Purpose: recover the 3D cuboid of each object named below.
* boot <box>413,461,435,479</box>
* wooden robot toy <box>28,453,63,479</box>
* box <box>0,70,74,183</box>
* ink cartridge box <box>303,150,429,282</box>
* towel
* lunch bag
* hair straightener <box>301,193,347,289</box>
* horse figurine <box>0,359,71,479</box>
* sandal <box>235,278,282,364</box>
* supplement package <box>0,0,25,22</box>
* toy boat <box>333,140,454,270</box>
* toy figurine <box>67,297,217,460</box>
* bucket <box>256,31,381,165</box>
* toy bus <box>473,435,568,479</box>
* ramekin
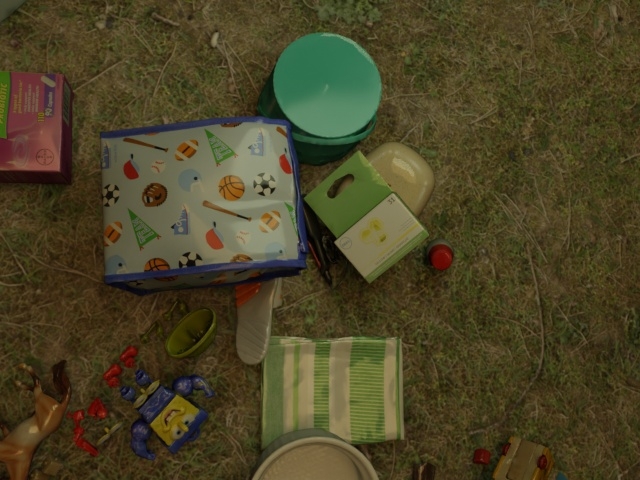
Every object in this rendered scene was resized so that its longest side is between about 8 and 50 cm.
[{"bbox_3d":[0.206,0.550,1.441,0.106,0.037,0.114,11,83,-22],"label":"boot"},{"bbox_3d":[-0.563,0.521,1.303,0.079,0.076,0.173,34,74,-40],"label":"wooden robot toy"},{"bbox_3d":[-0.660,-0.237,1.359,0.243,0.117,0.213,1,82,-10],"label":"box"},{"bbox_3d":[0.095,-0.051,1.389,0.171,0.056,0.235,-40,93,13],"label":"ink cartridge box"},{"bbox_3d":[0.028,0.336,1.441,0.325,0.038,0.247,0,82,-10],"label":"towel"},{"bbox_3d":[-0.228,-0.068,1.328,0.386,0.239,0.327,-9,79,5],"label":"lunch bag"},{"bbox_3d":[0.000,0.000,1.459,0.047,0.089,0.230,-16,83,-50],"label":"hair straightener"},{"bbox_3d":[-0.594,0.365,1.299,0.174,0.066,0.263,39,77,13],"label":"horse figurine"},{"bbox_3d":[-0.135,0.146,1.418,0.102,0.076,0.265,-2,68,19],"label":"sandal"},{"bbox_3d":[-0.776,-0.609,1.351,0.263,0.198,0.199,42,76,-2],"label":"supplement package"},{"bbox_3d":[0.183,-0.052,1.477,0.318,0.148,0.267,44,103,0],"label":"toy boat"},{"bbox_3d":[-0.317,0.328,1.356,0.362,0.191,0.217,-49,122,-20],"label":"toy figurine"},{"bbox_3d":[0.001,-0.318,1.458,0.281,0.183,0.281,1,82,-10],"label":"bucket"},{"bbox_3d":[0.443,0.545,1.431,0.202,0.191,0.104,-26,125,9],"label":"toy bus"},{"bbox_3d":[-0.020,0.528,1.338,0.277,0.135,0.277,0,89,-9],"label":"ramekin"}]
